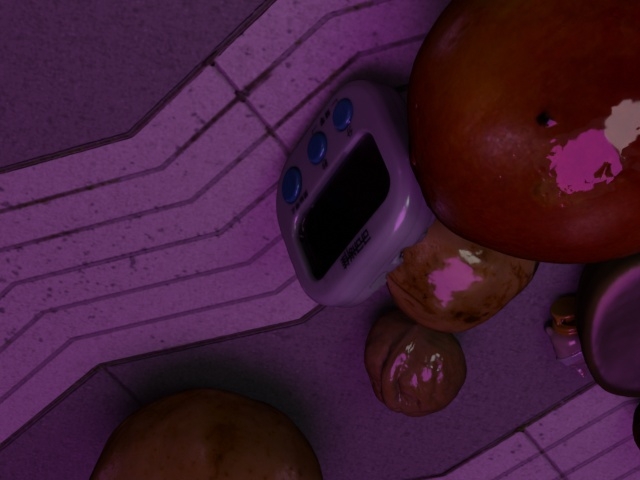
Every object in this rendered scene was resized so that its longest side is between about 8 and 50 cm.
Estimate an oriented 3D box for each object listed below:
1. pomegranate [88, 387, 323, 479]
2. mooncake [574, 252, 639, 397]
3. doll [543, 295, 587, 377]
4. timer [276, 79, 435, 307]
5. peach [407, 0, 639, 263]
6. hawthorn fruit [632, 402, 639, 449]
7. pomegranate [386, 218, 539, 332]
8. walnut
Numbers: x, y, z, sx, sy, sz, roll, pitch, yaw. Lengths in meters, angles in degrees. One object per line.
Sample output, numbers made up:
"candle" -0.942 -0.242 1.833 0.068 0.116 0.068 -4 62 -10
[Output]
"pomegranate" -0.176 0.428 2.068 0.410 0.410 0.410 4 131 4
"mooncake" 0.454 0.107 1.888 0.234 0.117 0.235 -1 119 -1
"doll" 0.358 0.140 1.985 0.084 0.073 0.127 14 136 41
"timer" 0.045 -0.056 1.745 0.087 0.237 0.262 5 138 -35
"peach" 0.277 -0.144 1.546 0.388 0.388 0.388 4 131 4
"hawthorn fruit" 0.557 0.280 2.021 0.188 0.169 0.169 24 129 -17
"pomegranate" 0.174 0.008 1.810 0.215 0.215 0.215 4 131 4
"walnut" 0.138 0.176 1.994 0.166 0.149 0.167 28 139 28
